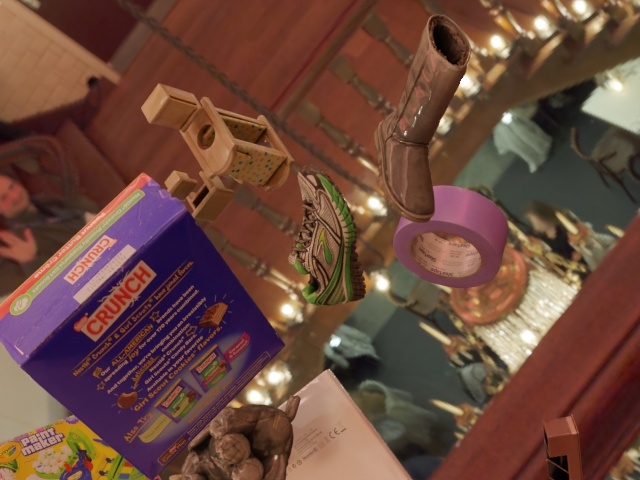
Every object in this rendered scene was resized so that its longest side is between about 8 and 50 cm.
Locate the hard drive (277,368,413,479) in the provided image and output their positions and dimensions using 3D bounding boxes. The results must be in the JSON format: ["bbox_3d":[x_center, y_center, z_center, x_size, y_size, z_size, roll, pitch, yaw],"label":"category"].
[{"bbox_3d":[0.029,0.412,1.590,0.210,0.040,0.318,-39,79,10],"label":"hard drive"}]

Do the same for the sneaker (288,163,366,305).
[{"bbox_3d":[0.000,0.000,1.981,0.146,0.343,0.134,-17,26,-10],"label":"sneaker"}]

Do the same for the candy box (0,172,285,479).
[{"bbox_3d":[-0.225,0.120,1.201,0.268,0.317,0.122,-44,49,-14],"label":"candy box"}]

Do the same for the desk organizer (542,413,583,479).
[{"bbox_3d":[0.398,0.353,1.515,0.050,0.130,0.047,-10,28,6],"label":"desk organizer"}]

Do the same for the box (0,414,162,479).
[{"bbox_3d":[-0.470,0.496,1.736,0.279,0.290,0.177,52,125,18],"label":"box"}]

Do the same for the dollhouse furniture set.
[{"bbox_3d":[-0.156,-0.085,1.164,0.161,0.182,0.101,-49,56,24],"label":"dollhouse furniture set"}]

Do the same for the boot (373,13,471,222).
[{"bbox_3d":[0.139,-0.152,1.184,0.208,0.076,0.189,-54,45,47],"label":"boot"}]

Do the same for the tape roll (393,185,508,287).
[{"bbox_3d":[0.226,-0.004,1.603,0.189,0.189,0.080,-11,45,40],"label":"tape roll"}]

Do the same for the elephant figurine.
[{"bbox_3d":[-0.163,0.359,1.505,0.239,0.186,0.169,-36,51,41],"label":"elephant figurine"}]
